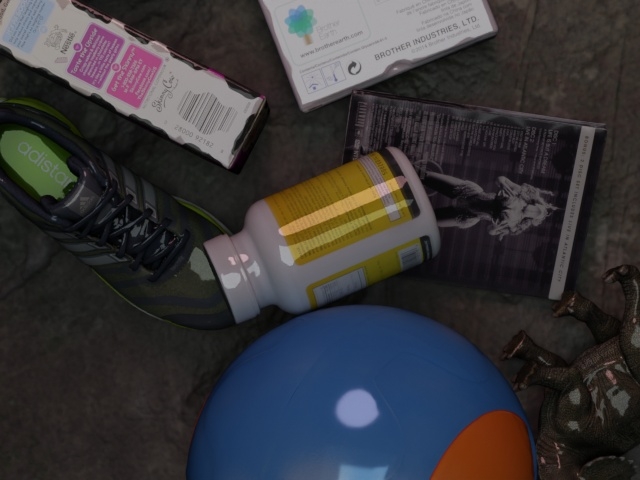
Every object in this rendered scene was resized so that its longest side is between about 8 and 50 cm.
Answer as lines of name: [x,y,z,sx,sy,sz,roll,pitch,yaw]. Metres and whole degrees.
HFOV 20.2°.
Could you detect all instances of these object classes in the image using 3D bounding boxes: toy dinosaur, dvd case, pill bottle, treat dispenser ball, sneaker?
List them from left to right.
sneaker: [-0.186,-0.018,1.543,0.300,0.121,0.111,33,92,-1]
pill bottle: [0.000,0.000,1.500,0.184,0.103,0.103,-23,91,-6]
treat dispenser ball: [0.034,0.196,1.464,0.288,0.288,0.288,0,92,1]
dvd case: [0.126,-0.038,1.566,0.221,0.018,0.164,8,112,1]
toy dinosaur: [0.262,0.118,1.562,0.160,0.121,0.313,43,87,-13]

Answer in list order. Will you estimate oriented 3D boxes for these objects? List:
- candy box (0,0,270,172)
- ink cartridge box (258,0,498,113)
candy box: [-0.160,-0.140,1.521,0.233,0.159,0.071,27,90,-1]
ink cartridge box: [0.014,-0.288,1.563,0.186,0.065,0.311,-21,94,4]
